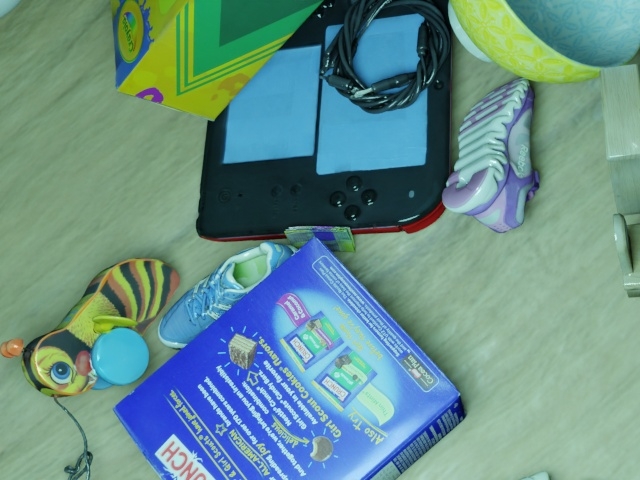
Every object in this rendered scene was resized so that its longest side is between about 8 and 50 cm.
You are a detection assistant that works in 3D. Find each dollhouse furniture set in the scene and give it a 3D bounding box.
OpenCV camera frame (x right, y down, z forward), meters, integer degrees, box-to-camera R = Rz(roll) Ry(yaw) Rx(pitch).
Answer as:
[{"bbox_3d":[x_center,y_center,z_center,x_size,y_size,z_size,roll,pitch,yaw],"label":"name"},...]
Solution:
[{"bbox_3d":[0.505,-0.111,1.254,0.355,0.174,0.303,-6,66,18],"label":"dollhouse furniture set"}]

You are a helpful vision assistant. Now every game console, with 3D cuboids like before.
[{"bbox_3d":[0.009,-0.183,1.494,0.342,0.060,0.386,-2,66,13],"label":"game console"}]

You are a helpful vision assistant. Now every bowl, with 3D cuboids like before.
[{"bbox_3d":[0.253,-0.310,1.414,0.156,0.289,0.289,-30,52,50],"label":"bowl"}]

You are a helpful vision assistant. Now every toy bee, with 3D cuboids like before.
[{"bbox_3d":[-0.292,0.130,1.358,0.195,0.162,0.298,-36,30,38],"label":"toy bee"}]

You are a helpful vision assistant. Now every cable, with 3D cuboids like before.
[{"bbox_3d":[0.092,-0.254,1.448,0.150,0.047,0.184,29,77,26],"label":"cable"}]

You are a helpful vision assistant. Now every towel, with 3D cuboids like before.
[{"bbox_3d":[0.000,0.000,1.414,0.083,0.060,0.009,0,60,11],"label":"towel"}]

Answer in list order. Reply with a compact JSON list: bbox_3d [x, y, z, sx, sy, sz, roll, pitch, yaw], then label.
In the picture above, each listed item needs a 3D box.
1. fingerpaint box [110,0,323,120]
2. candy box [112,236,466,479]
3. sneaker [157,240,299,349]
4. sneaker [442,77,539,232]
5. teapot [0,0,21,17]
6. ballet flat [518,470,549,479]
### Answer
[{"bbox_3d":[-0.129,-0.449,1.468,0.371,0.163,0.445,-41,48,39],"label":"fingerpaint box"},{"bbox_3d":[-0.036,0.200,1.302,0.317,0.122,0.268,-39,64,-6],"label":"candy box"},{"bbox_3d":[-0.122,0.062,1.402,0.211,0.081,0.080,-35,64,8],"label":"sneaker"},{"bbox_3d":[0.229,-0.101,1.390,0.095,0.104,0.236,-29,30,46],"label":"sneaker"},{"bbox_3d":[-0.546,-0.421,1.680,0.256,0.187,0.252,-21,81,-24],"label":"teapot"},{"bbox_3d":[0.265,0.295,1.217,0.221,0.077,0.079,10,51,13],"label":"ballet flat"}]
